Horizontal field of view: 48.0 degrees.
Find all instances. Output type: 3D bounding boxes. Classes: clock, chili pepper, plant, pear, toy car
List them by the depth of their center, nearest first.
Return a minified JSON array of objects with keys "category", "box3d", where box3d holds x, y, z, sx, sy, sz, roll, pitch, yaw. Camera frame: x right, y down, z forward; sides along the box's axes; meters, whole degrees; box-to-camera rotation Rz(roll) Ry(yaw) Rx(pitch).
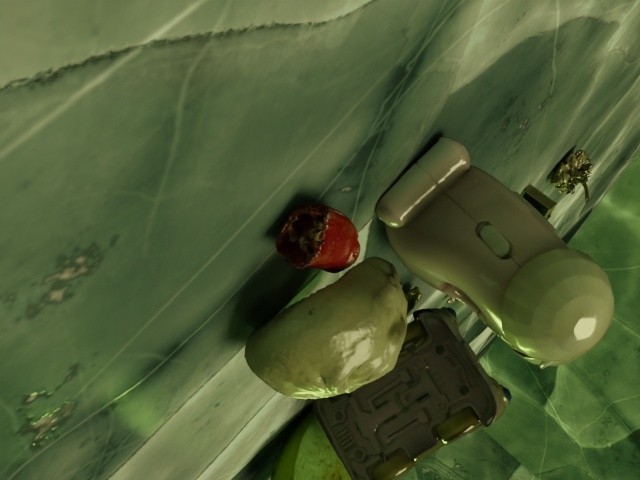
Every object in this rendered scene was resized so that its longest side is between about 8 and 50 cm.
[{"category":"chili pepper","box3d":[0.000,0.000,0.793,0.070,0.073,0.123,-11,168,20]},{"category":"clock","box3d":[0.257,0.038,1.025,0.184,0.326,0.342,-50,161,7]},{"category":"toy car","box3d":[0.183,0.307,1.400,0.336,0.242,0.226,-40,158,19]},{"category":"pear","box3d":[-0.012,0.446,1.498,0.288,0.139,0.239,29,63,-49]},{"category":"plant","box3d":[0.644,-0.157,1.799,0.116,0.122,0.104,-47,150,15]}]

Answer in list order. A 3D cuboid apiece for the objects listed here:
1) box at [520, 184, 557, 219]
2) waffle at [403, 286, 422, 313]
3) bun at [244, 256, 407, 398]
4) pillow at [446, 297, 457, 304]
[{"category":"box","box3d":[0.504,-0.075,1.695,0.035,0.083,0.079,-33,154,-39]},{"category":"waffle","box3d":[0.128,0.161,1.406,0.169,0.036,0.183,-55,159,22]},{"category":"bun","box3d":[0.021,0.118,0.875,0.231,0.133,0.231,-34,176,-3]},{"category":"pillow","box3d":[0.398,0.089,1.836,0.185,0.043,0.118,-58,161,23]}]
